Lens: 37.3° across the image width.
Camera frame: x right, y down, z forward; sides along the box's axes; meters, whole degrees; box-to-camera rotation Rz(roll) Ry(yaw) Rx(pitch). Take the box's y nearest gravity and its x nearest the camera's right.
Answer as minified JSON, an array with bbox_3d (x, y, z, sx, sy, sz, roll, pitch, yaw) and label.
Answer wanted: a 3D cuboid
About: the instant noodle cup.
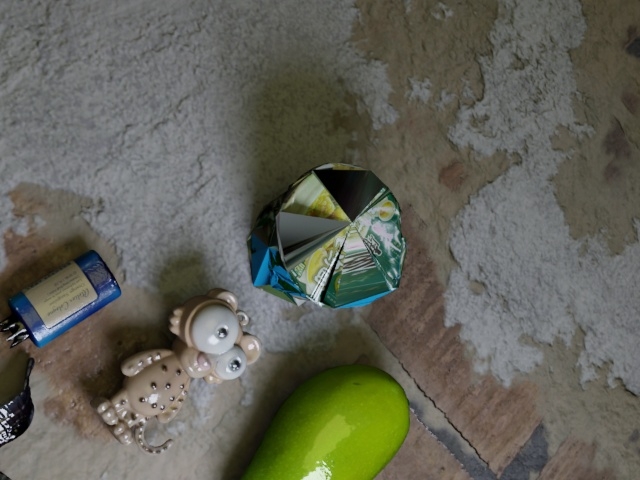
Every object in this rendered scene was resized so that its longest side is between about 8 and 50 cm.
[{"bbox_3d":[0.000,0.000,1.545,0.240,0.178,0.240,3,82,-24],"label":"instant noodle cup"}]

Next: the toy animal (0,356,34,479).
[{"bbox_3d":[-0.478,0.293,1.332,0.160,0.197,0.272,15,33,-7],"label":"toy animal"}]

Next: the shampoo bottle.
[{"bbox_3d":[-0.396,0.094,1.421,0.183,0.050,0.087,-34,101,-24],"label":"shampoo bottle"}]

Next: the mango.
[{"bbox_3d":[-0.004,0.333,1.514,0.343,0.156,0.192,-40,98,-21],"label":"mango"}]

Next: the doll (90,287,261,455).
[{"bbox_3d":[-0.217,0.199,1.459,0.278,0.119,0.154,-47,117,-16],"label":"doll"}]
